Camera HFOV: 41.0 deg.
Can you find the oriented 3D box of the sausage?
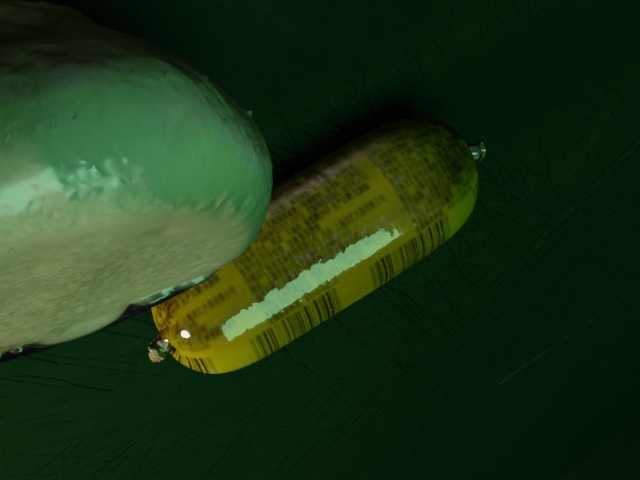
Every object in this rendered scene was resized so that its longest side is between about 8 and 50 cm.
[{"bbox_3d":[0.000,0.000,0.740,0.347,0.123,0.123,-31,142,-11],"label":"sausage"}]

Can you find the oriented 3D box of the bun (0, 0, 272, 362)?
[{"bbox_3d":[-0.181,-0.044,0.502,0.293,0.187,0.293,-25,168,-6],"label":"bun"}]
